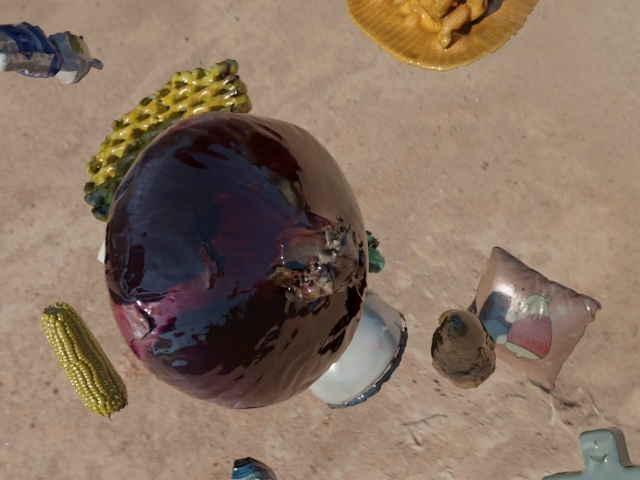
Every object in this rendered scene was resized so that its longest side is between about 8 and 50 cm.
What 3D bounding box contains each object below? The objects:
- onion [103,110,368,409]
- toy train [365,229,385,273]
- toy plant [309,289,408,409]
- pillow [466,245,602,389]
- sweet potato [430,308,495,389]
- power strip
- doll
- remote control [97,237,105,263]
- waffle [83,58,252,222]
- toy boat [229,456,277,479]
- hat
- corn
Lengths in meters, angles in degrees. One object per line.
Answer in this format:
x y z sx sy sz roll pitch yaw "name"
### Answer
-0.057 0.020 0.840 0.286 0.348 0.347 0 71 46 "onion"
0.000 0.000 1.650 0.116 0.286 0.177 -68 22 -2 "toy train"
-0.028 0.119 1.346 0.247 0.332 0.247 -37 26 22 "toy plant"
0.392 0.155 1.456 0.236 0.084 0.223 30 117 14 "pillow"
0.200 0.153 1.072 0.092 0.341 0.114 -17 82 8 "sweet potato"
0.511 0.428 1.322 0.265 0.059 0.193 -23 66 41 "power strip"
-0.313 -0.196 0.755 0.114 0.227 0.057 30 107 26 "doll"
-0.389 0.064 1.692 0.230 0.049 0.090 31 115 0 "remote control"
-0.240 -0.145 1.148 0.329 0.062 0.329 -22 44 22 "waffle"
-0.089 0.354 1.071 0.060 0.137 0.060 -15 56 4 "toy boat"
0.103 -0.342 0.764 0.234 0.233 0.244 5 60 23 "hat"
-0.539 0.276 1.712 0.106 0.305 0.106 -18 28 10 "corn"
